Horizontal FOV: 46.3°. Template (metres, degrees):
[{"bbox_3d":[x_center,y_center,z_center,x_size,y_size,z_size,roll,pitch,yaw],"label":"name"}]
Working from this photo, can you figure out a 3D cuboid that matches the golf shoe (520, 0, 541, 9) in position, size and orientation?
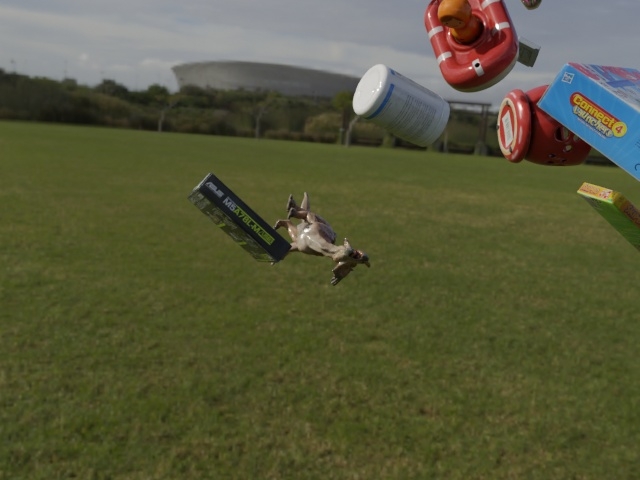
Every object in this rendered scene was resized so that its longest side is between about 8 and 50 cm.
[{"bbox_3d":[0.496,-0.601,1.766,0.067,0.186,0.086,-9,-36,18],"label":"golf shoe"}]

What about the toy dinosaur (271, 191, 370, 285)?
[{"bbox_3d":[0.000,0.000,1.711,0.200,0.127,0.296,21,22,-14],"label":"toy dinosaur"}]

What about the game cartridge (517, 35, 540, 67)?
[{"bbox_3d":[0.418,-0.387,1.533,0.056,0.017,0.083,28,-8,11],"label":"game cartridge"}]

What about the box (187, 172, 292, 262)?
[{"bbox_3d":[-0.147,-0.035,1.315,0.184,0.045,0.190,40,-11,-10],"label":"box"}]

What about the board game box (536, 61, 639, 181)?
[{"bbox_3d":[0.562,-0.174,1.236,0.302,0.086,0.308,-12,49,-47],"label":"board game box"}]

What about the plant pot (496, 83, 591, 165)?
[{"bbox_3d":[0.510,-0.264,1.711,0.174,0.191,0.191,-2,10,-6],"label":"plant pot"}]

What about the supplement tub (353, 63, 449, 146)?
[{"bbox_3d":[0.102,-0.170,0.947,0.107,0.071,0.071,24,1,-25],"label":"supplement tub"}]

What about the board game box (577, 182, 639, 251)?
[{"bbox_3d":[0.673,-0.028,1.606,0.259,0.039,0.124,40,1,-22],"label":"board game box"}]

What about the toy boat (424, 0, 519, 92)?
[{"bbox_3d":[0.260,-0.386,1.350,0.151,0.231,0.151,-25,-26,25],"label":"toy boat"}]
